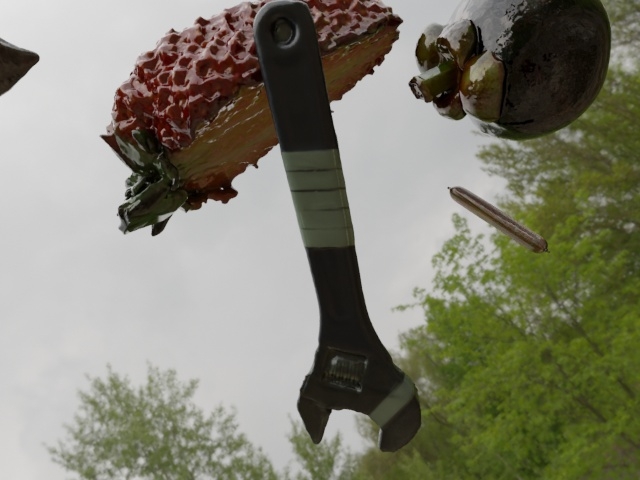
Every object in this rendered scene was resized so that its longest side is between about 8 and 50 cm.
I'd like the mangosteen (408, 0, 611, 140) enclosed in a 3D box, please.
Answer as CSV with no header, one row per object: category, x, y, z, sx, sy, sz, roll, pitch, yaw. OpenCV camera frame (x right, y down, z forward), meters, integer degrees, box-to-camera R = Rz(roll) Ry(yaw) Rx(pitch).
mangosteen,0.138,-0.136,0.464,0.151,0.137,0.137,-17,-38,-12

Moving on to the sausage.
sausage,0.142,-0.018,0.484,0.015,0.100,0.015,-34,-34,-27

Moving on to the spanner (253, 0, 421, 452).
spanner,0.000,0.000,0.408,0.087,0.316,0.024,-11,9,9

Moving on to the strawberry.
strawberry,-0.074,-0.126,0.507,0.286,0.106,0.188,-37,-6,-5

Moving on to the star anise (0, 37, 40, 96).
star anise,-0.408,-0.138,0.518,0.315,0.315,0.108,-21,-34,-31
